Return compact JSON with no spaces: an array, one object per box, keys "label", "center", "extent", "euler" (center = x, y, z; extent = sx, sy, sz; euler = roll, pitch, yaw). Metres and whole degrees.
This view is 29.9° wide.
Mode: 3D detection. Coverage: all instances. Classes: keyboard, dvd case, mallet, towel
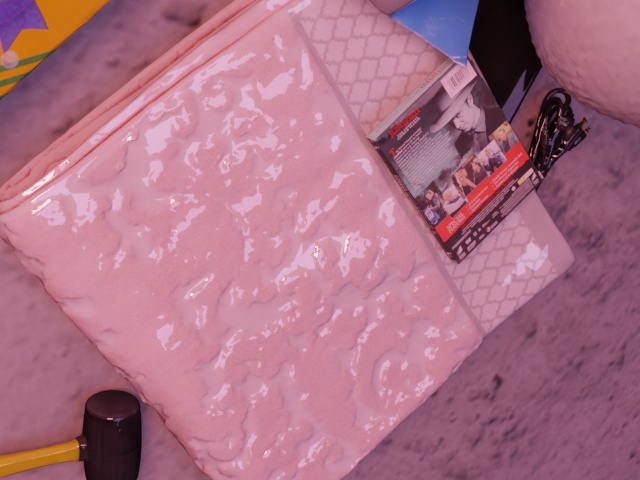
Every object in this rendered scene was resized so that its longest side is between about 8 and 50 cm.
[{"label":"keyboard","center":[0.092,-0.051,0.883],"extent":[0.201,0.033,0.317],"euler":[27,95,-36]},{"label":"dvd case","center":[0.091,-0.054,0.793],"extent":[0.087,0.013,0.119],"euler":[-45,125,-10]},{"label":"mallet","center":[-0.199,0.133,0.751],"extent":[0.189,0.039,0.062],"euler":[-1,113,-33]},{"label":"towel","center":[0.000,0.000,0.798],"extent":[0.317,0.053,0.332],"euler":[-40,124,-11]}]

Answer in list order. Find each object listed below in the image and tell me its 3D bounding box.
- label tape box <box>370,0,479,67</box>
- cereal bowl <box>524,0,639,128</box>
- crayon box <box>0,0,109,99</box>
[{"label":"label tape box","center":[0.046,-0.280,0.624],"extent":[0.347,0.115,0.249],"euler":[31,70,-43]},{"label":"cereal bowl","center":[0.198,-0.240,0.726],"extent":[0.339,0.141,0.339],"euler":[15,90,-85]},{"label":"crayon box","center":[-0.187,-0.183,0.572],"extent":[0.323,0.083,0.203],"euler":[-46,131,-11]}]
